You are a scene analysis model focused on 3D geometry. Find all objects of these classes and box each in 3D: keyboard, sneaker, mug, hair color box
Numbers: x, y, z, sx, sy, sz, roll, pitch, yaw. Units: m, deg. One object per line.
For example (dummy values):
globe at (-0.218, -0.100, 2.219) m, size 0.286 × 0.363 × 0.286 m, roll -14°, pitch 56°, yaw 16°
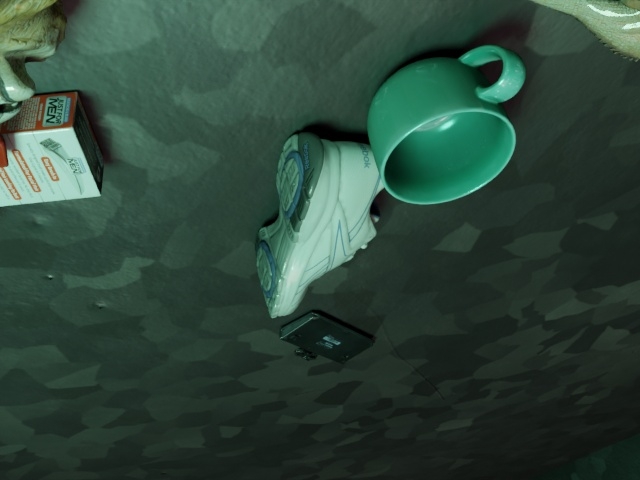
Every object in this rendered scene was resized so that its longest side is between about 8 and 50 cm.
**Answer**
keyboard at (0.004, 0.170, 1.052) m, size 0.108 × 0.023 × 0.180 m, roll -36°, pitch 139°, yaw 21°
sneaker at (0.000, 0.000, 0.736) m, size 0.129 × 0.111 × 0.297 m, roll -3°, pitch 146°, yaw -23°
mug at (0.123, -0.118, 0.606) m, size 0.158 × 0.097 × 0.129 m, roll -24°, pitch 143°, yaw 16°
hair color box at (-0.297, -0.079, 0.573) m, size 0.167 × 0.053 × 0.093 m, roll -6°, pitch 144°, yaw -5°

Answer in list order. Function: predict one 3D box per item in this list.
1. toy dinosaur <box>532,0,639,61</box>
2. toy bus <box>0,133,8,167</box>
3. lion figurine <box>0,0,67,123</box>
toy dinosaur at (0.342, -0.211, 0.526) m, size 0.296 × 0.127 × 0.200 m, roll -20°, pitch 152°, yaw 21°
toy bus at (-0.361, -0.025, 0.496) m, size 0.202 × 0.104 × 0.191 m, roll 25°, pitch 132°, yaw -38°
lion figurine at (-0.246, -0.185, 0.285) m, size 0.240 × 0.142 × 0.392 m, roll -7°, pitch 166°, yaw 20°
